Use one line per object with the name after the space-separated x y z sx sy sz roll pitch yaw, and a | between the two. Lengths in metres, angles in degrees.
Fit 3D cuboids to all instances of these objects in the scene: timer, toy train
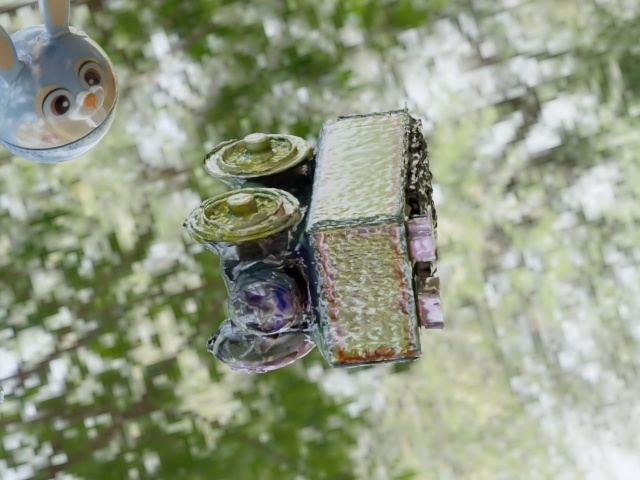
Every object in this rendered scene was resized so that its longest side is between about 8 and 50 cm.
-0.297 -0.184 2.098 0.255 0.175 0.175 121 139 -66 | timer
0.000 0.000 1.406 0.261 0.178 0.134 -83 -14 -64 | toy train

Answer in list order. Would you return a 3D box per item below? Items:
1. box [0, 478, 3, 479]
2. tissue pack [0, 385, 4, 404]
-0.218 0.263 1.072 0.210 0.095 0.330 52 -165 -51 | box
-0.387 0.242 1.648 0.089 0.177 0.263 111 168 -63 | tissue pack
